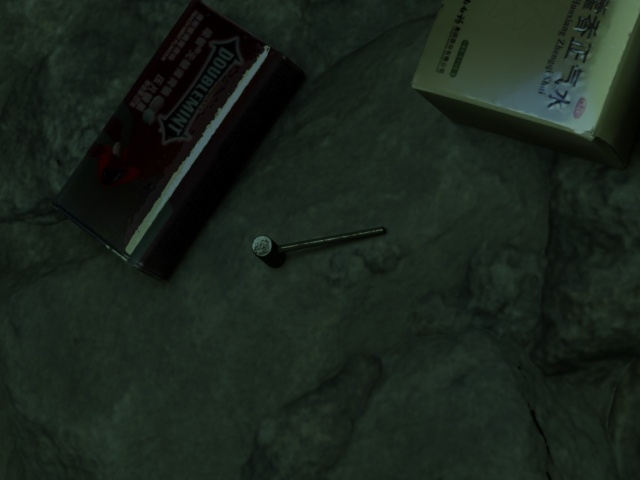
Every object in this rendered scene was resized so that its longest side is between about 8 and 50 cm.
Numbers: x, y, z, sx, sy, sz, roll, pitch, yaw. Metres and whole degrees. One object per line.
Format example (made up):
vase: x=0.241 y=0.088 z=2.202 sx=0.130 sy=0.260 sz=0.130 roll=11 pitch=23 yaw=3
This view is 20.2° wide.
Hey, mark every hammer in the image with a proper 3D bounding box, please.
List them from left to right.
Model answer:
hammer: x=0.000 y=0.000 z=1.490 sx=0.110 sy=0.035 sz=0.019 roll=-12 pitch=70 yaw=13

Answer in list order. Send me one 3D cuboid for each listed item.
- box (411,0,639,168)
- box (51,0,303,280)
box: x=0.193 y=-0.182 z=1.412 sx=0.168 sy=0.095 sz=0.212 roll=18 pitch=84 yaw=27
box: x=-0.124 y=-0.089 z=1.554 sx=0.120 sy=0.069 sz=0.224 roll=37 pitch=91 yaw=30
